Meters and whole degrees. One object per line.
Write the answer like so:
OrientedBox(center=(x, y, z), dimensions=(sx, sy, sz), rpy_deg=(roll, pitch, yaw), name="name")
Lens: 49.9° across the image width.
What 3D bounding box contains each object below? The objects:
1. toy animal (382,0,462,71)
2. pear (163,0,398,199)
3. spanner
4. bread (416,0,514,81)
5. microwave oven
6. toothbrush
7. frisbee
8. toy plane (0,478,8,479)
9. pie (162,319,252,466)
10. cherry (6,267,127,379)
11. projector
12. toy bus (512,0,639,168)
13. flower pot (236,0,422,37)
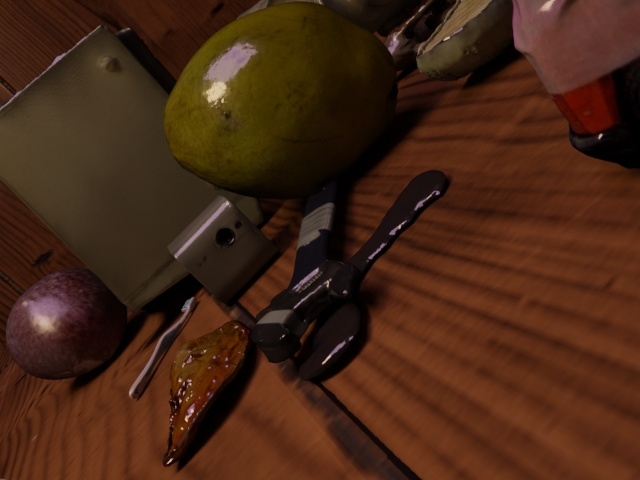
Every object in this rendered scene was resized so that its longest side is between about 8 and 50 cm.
OrientedBox(center=(0.107, -0.263, 0.956), dimensions=(0.243, 0.087, 0.260), rpy_deg=(-37, 5, -35), name="toy animal")
OrientedBox(center=(-0.046, -0.148, 0.764), dimensions=(0.269, 0.212, 0.212), rpy_deg=(-11, 25, 11), name="pear")
OrientedBox(center=(0.000, 0.000, 0.586), dimensions=(0.087, 0.024, 0.316), rpy_deg=(-38, 15, 18), name="spanner")
OrientedBox(center=(0.191, -0.241, 0.687), dimensions=(0.232, 0.064, 0.172), rpy_deg=(-39, 16, 11), name="bread")
OrientedBox(center=(-0.279, -0.099, 1.008), dimensions=(0.247, 0.333, 0.394), rpy_deg=(-42, 15, -10), name="microwave oven")
OrientedBox(center=(-0.171, 0.115, 0.763), dimensions=(0.017, 0.014, 0.162), rpy_deg=(-19, 26, 25), name="toothbrush")
OrientedBox(center=(0.003, 0.036, 0.539), dimensions=(0.187, 0.012, 0.211), rpy_deg=(-28, 22, 45), name="frisbee")
OrientedBox(center=(-0.443, 0.306, 0.677), dimensions=(0.273, 0.182, 0.107), rpy_deg=(-36, -31, -18), name="toy plane")
OrientedBox(center=(-0.094, 0.103, 0.576), dimensions=(0.088, 0.033, 0.191), rpy_deg=(-39, 16, 4), name="pie")
OrientedBox(center=(-0.354, 0.119, 0.963), dimensions=(0.176, 0.140, 0.176), rpy_deg=(-25, 22, 11), name="cherry")
OrientedBox(center=(-0.105, 0.009, 0.739), dimensions=(0.082, 0.083, 0.083), rpy_deg=(-46, 17, -6), name="projector")
OrientedBox(center=(0.218, -0.156, 0.282), dimensions=(0.303, 0.147, 0.127), rpy_deg=(-27, 18, 42), name="toy bus")
OrientedBox(center=(0.013, -0.348, 1.092), dimensions=(0.254, 0.164, 0.367), rpy_deg=(-25, -8, -40), name="flower pot")
